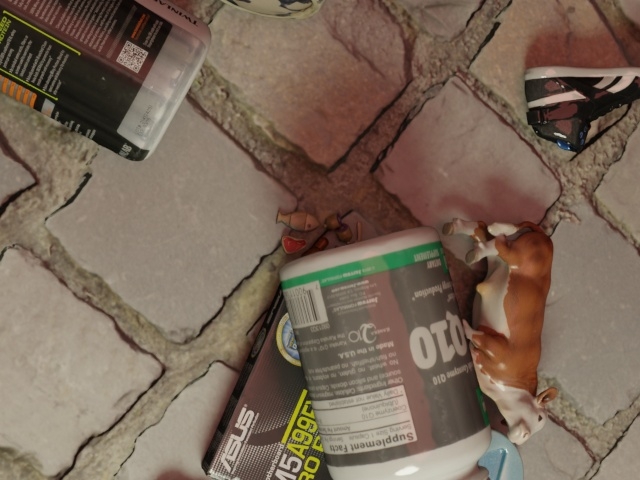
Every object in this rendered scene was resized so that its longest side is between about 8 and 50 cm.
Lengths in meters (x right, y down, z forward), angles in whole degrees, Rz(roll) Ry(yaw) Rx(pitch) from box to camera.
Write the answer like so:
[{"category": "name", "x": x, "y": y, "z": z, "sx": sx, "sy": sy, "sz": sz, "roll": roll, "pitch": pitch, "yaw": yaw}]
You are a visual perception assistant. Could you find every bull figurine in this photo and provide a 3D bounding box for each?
[{"category": "bull figurine", "x": 0.241, "y": 0.114, "z": 1.349, "sx": 0.188, "sy": 0.101, "sz": 0.311, "roll": 21, "pitch": 68, "yaw": -31}]

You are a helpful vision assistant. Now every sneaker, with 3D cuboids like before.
[{"category": "sneaker", "x": 0.395, "y": -0.186, "z": 1.428, "sx": 0.216, "sy": 0.079, "sz": 0.121, "roll": 0, "pitch": 93, "yaw": -7}]

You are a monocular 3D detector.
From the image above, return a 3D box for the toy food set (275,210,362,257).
[{"category": "toy food set", "x": 0.000, "y": 0.000, "z": 1.344, "sx": 0.122, "sy": 0.019, "sz": 0.078, "roll": 2, "pitch": 89, "yaw": -15}]

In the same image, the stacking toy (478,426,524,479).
[{"category": "stacking toy", "x": 0.208, "y": 0.418, "z": 1.344, "sx": 0.279, "sy": 0.130, "sz": 0.309, "roll": 37, "pitch": 81, "yaw": -12}]

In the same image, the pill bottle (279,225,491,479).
[{"category": "pill bottle", "x": 0.088, "y": 0.178, "z": 1.202, "sx": 0.204, "sy": 0.204, "sz": 0.361, "roll": -14, "pitch": 88, "yaw": -15}]

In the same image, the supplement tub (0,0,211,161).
[{"category": "supplement tub", "x": -0.304, "y": -0.245, "z": 1.173, "sx": 0.316, "sy": 0.193, "sz": 0.194, "roll": 29, "pitch": 83, "yaw": -14}]

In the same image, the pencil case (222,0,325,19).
[{"category": "pencil case", "x": -0.022, "y": -0.483, "z": 1.265, "sx": 0.183, "sy": 0.160, "sz": 0.411, "roll": 21, "pitch": 85, "yaw": -31}]

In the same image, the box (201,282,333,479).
[{"category": "box", "x": -0.006, "y": 0.220, "z": 1.322, "sx": 0.216, "sy": 0.060, "sz": 0.270, "roll": 26, "pitch": 83, "yaw": -14}]
